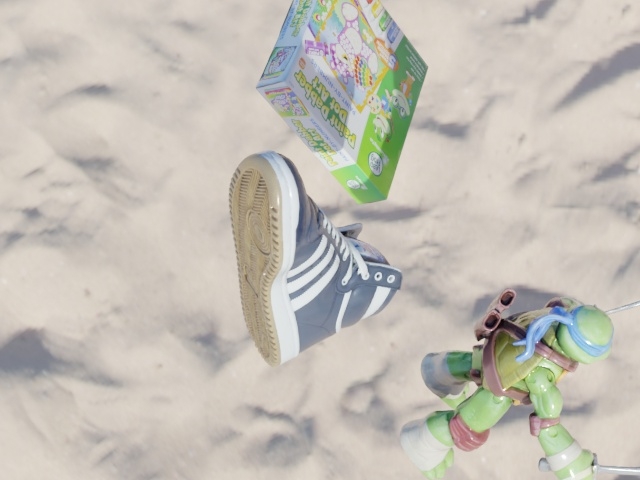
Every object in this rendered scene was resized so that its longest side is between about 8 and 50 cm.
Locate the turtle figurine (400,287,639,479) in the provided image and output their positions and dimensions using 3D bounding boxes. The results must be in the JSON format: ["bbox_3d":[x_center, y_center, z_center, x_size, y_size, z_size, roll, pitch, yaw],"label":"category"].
[{"bbox_3d":[0.227,0.156,1.251,0.274,0.266,0.198,5,68,-39],"label":"turtle figurine"}]

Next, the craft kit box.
[{"bbox_3d":[0.037,-0.220,1.710,0.061,0.250,0.247,-5,52,39],"label":"craft kit box"}]

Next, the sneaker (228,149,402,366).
[{"bbox_3d":[0.000,0.000,1.254,0.153,0.282,0.099,-22,53,-19],"label":"sneaker"}]
